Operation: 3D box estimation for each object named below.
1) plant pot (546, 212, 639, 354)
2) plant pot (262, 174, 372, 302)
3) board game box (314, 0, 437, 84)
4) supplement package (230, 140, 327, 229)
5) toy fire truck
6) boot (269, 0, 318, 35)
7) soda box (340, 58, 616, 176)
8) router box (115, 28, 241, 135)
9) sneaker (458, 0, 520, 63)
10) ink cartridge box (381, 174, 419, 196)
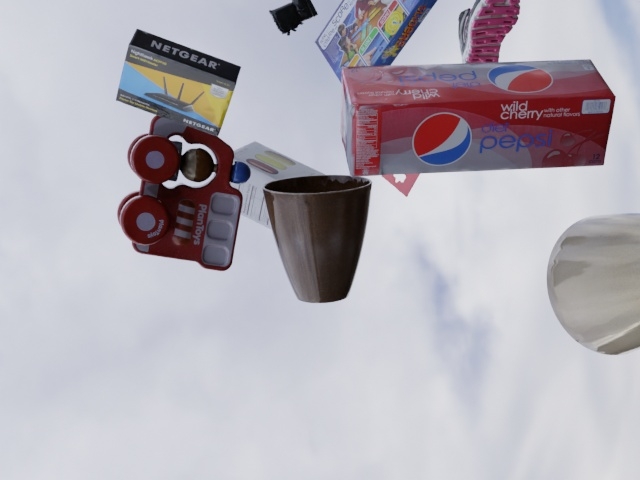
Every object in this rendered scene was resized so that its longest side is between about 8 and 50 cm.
[{"bbox_3d":[0.565,0.057,1.818,0.257,0.274,0.256,3,-101,-18],"label":"plant pot"},{"bbox_3d":[0.000,0.000,2.130,0.215,0.215,0.230,-26,-64,-60],"label":"plant pot"},{"bbox_3d":[0.081,-0.333,1.630,0.035,0.201,0.136,4,-134,-41],"label":"board game box"},{"bbox_3d":[-0.109,-0.120,2.584,0.139,0.244,0.133,-34,-35,-54],"label":"supplement package"},{"bbox_3d":[-0.281,-0.101,2.235,0.169,0.254,0.302,-154,74,-75],"label":"toy fire truck"},{"bbox_3d":[-0.072,-0.545,2.491,0.121,0.099,0.045,61,-177,-16],"label":"boot"},{"bbox_3d":[0.154,-0.126,1.091,0.092,0.263,0.083,-99,9,-55],"label":"soda box"},{"bbox_3d":[-0.231,-0.253,1.739,0.133,0.179,0.046,117,169,-50],"label":"router box"},{"bbox_3d":[0.217,-0.294,1.432,0.170,0.063,0.074,99,164,-58],"label":"sneaker"},{"bbox_3d":[0.192,-0.222,2.283,0.056,0.181,0.224,27,-81,-21],"label":"ink cartridge box"}]
